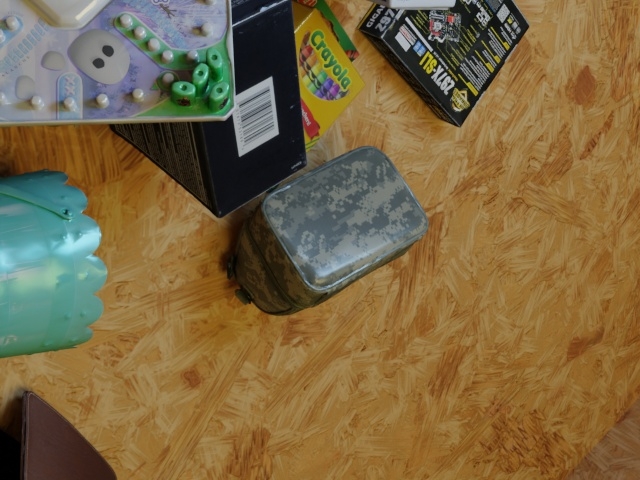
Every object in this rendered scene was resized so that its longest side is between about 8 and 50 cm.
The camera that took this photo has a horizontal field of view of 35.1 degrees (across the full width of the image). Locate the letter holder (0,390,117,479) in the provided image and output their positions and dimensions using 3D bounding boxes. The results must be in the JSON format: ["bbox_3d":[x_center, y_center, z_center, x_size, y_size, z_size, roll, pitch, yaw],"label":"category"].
[{"bbox_3d":[-0.478,0.423,1.712,0.152,0.214,0.302,-22,134,8],"label":"letter holder"}]

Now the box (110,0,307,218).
[{"bbox_3d":[-0.183,-0.247,1.455,0.183,0.294,0.296,-33,141,-26],"label":"box"}]

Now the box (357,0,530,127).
[{"bbox_3d":[0.244,-0.407,1.932,0.257,0.079,0.322,-55,136,-2],"label":"box"}]

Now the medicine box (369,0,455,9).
[{"bbox_3d":[0.097,-0.535,1.597,0.149,0.263,0.289,-10,119,-39],"label":"medicine box"}]

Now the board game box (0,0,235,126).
[{"bbox_3d":[-0.305,-0.330,1.222,0.390,0.050,0.390,-2,75,-6],"label":"board game box"}]

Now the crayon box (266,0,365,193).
[{"bbox_3d":[-0.054,-0.265,1.742,0.318,0.081,0.202,-50,135,-9],"label":"crayon box"}]

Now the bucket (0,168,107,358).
[{"bbox_3d":[-0.448,0.038,1.425,0.183,0.281,0.281,-10,119,-42],"label":"bucket"}]

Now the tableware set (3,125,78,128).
[{"bbox_3d":[-0.418,-0.208,1.468,0.154,0.024,0.104,-2,138,-27],"label":"tableware set"}]

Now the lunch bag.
[{"bbox_3d":[0.000,0.000,1.831,0.305,0.212,0.256,-30,171,-28],"label":"lunch bag"}]
